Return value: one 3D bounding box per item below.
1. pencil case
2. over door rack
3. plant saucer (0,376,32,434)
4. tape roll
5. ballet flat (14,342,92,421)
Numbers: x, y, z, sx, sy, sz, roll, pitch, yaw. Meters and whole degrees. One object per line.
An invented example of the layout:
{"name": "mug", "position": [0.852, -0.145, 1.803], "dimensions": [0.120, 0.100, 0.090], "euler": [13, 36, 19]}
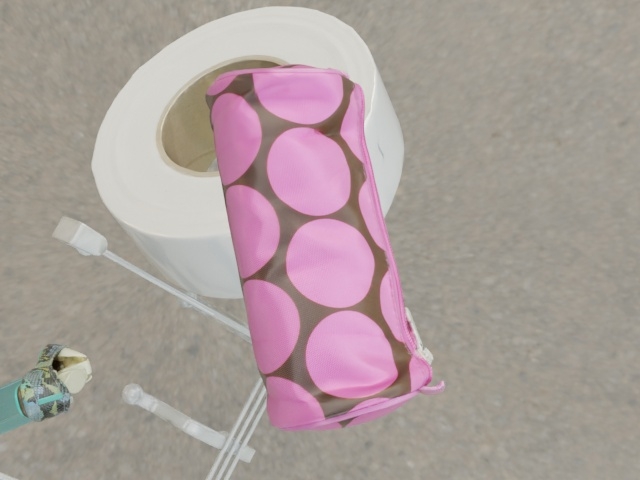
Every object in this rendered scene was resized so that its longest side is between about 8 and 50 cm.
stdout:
{"name": "pencil case", "position": [0.000, 0.000, 0.601], "dimensions": [0.098, 0.095, 0.209], "euler": [-14, 82, 8]}
{"name": "over door rack", "position": [-0.183, 0.142, 0.989], "dimensions": [0.324, 0.108, 0.240], "euler": [36, 77, -43]}
{"name": "plant saucer", "position": [-0.412, 0.217, 1.362], "dimensions": [0.192, 0.018, 0.067], "euler": [-25, 50, 28]}
{"name": "tape roll", "position": [-0.067, -0.088, 1.002], "dimensions": [0.286, 0.100, 0.286], "euler": [-12, 50, 14]}
{"name": "ballet flat", "position": [-0.288, 0.155, 1.185], "dimensions": [0.070, 0.188, 0.070], "euler": [-1, 102, -4]}
